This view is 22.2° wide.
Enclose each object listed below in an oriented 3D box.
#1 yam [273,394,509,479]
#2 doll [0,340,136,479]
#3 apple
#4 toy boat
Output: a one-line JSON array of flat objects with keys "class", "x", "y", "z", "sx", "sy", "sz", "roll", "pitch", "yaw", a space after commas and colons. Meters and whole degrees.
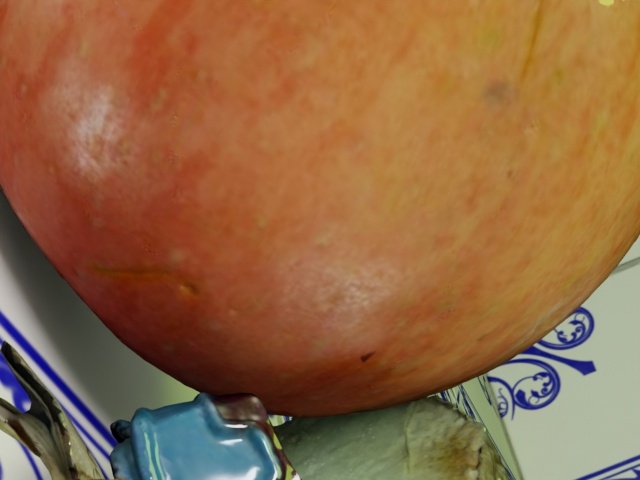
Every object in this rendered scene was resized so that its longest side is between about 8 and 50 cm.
[{"class": "yam", "x": 0.061, "y": 0.238, "z": 0.825, "sx": 0.168, "sy": 0.168, "sz": 0.304, "roll": -90, "pitch": 155, "yaw": -70}, {"class": "doll", "x": -0.064, "y": 0.133, "z": 0.505, "sx": 0.115, "sy": 0.105, "sz": 0.221, "roll": 6, "pitch": 65, "yaw": -54}, {"class": "apple", "x": 0.019, "y": -0.109, "z": 0.793, "sx": 0.364, "sy": 0.364, "sz": 0.364, "roll": -23, "pitch": 90, "yaw": -82}, {"class": "toy boat", "x": -0.056, "y": 0.120, "z": 0.661, "sx": 0.223, "sy": 0.097, "sz": 0.100, "roll": 101, "pitch": -35, "yaw": -74}]
